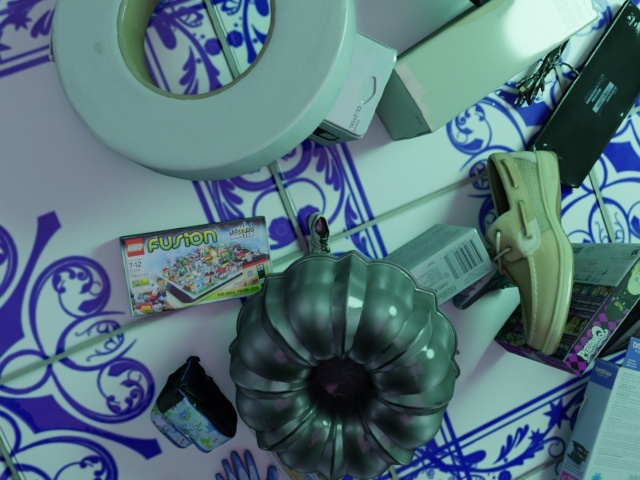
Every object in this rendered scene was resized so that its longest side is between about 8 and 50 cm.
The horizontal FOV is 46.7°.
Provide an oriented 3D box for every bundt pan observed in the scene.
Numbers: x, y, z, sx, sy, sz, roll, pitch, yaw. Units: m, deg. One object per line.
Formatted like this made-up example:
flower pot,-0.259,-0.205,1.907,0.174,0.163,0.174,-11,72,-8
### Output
bundt pan,0.029,0.186,1.002,0.331,0.124,0.330,1,107,4

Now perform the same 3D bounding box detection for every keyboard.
keyboard,0.426,-0.257,1.206,0.202,0.033,0.317,37,83,-21

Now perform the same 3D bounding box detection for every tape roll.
tape roll,-0.151,-0.269,0.944,0.392,0.072,0.391,-1,83,12

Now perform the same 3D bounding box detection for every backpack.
backpack,-0.176,0.241,1.045,0.084,0.105,0.114,-39,104,14

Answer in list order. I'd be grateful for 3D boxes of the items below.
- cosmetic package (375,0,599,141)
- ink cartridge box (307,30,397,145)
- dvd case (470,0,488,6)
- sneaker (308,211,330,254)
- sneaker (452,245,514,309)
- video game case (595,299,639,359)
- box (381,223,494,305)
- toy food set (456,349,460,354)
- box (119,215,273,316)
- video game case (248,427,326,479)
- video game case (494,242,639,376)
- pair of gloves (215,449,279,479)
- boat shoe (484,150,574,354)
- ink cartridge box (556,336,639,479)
cosmetic package,0.226,-0.277,1.086,0.309,0.160,0.113,-34,101,-11
ink cartridge box,0.024,-0.206,1.027,0.072,0.175,0.127,24,87,-15
dvd case,0.209,-0.452,1.063,0.180,0.022,0.253,-36,64,-10
sneaker,0.000,0.000,1.107,0.032,0.037,0.083,-14,99,-15
sneaker,0.281,0.056,1.174,0.166,0.065,0.076,-45,107,-6
video game case,0.576,0.090,1.161,0.248,0.274,0.035,-16,62,-13
box,0.165,0.039,1.100,0.126,0.137,0.072,-32,102,-11
toy food set,0.162,0.209,1.174,0.078,0.019,0.122,34,93,-14
box,-0.175,0.034,1.063,0.207,0.036,0.114,-10,96,-14
video game case,-0.009,0.301,1.134,0.143,0.019,0.157,-36,102,-9
video game case,0.379,0.093,1.112,0.042,0.232,0.210,41,83,-8
pair of gloves,-0.146,0.408,1.103,0.198,0.023,0.159,-24,100,-11
boat shoe,0.293,0.009,1.082,0.110,0.121,0.341,5,52,3
ink cartridge box,0.506,0.316,1.231,0.186,0.065,0.311,16,94,-27
